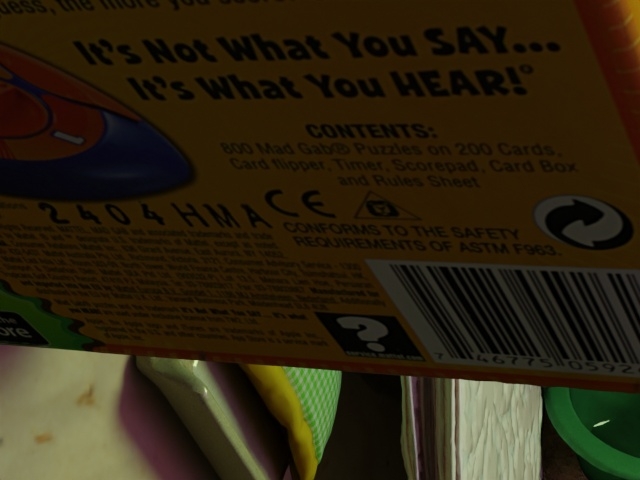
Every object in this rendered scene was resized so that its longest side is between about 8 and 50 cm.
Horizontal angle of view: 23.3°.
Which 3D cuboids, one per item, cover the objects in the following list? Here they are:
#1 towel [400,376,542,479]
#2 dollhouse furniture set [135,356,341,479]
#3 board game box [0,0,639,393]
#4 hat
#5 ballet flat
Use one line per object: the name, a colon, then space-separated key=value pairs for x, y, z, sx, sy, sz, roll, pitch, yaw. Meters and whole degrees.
towel: x=0.101 y=0.082 z=1.035 sx=0.332 sy=0.053 sz=0.317 roll=-20 pitch=109 yaw=-74
dollhouse furniture set: x=0.000 y=0.000 z=0.795 sx=0.301 sy=0.151 sz=0.197 roll=63 pitch=39 yaw=-42
board game box: x=-0.038 y=-0.197 z=0.500 sx=0.356 sy=0.356 sz=0.356 roll=54 pitch=46 yaw=-49
hat: x=0.250 y=0.186 z=1.248 sx=0.173 sy=0.208 sz=0.183 roll=-104 pitch=-170 yaw=-47
ballet flat: x=0.217 y=0.110 z=1.291 sx=0.073 sy=0.067 sz=0.206 roll=-15 pitch=105 yaw=-64
